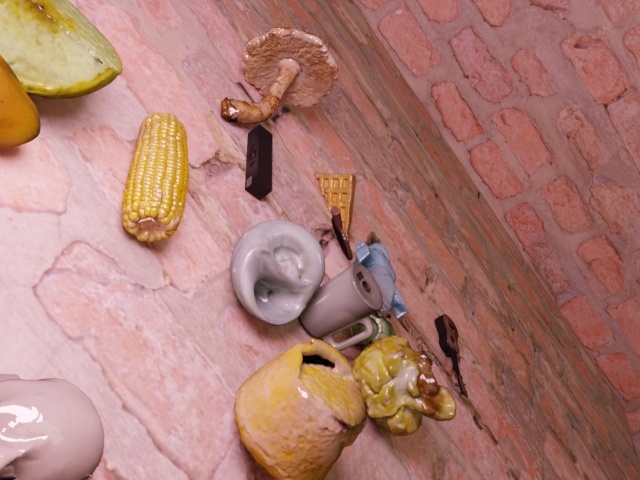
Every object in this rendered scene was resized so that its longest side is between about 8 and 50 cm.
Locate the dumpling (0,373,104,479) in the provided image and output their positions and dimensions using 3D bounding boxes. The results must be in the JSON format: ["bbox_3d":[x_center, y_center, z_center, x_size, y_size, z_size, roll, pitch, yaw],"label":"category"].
[{"bbox_3d":[-0.291,0.187,0.596,0.176,0.092,0.150,1,47,-54],"label":"dumpling"}]

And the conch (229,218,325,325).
[{"bbox_3d":[-0.081,0.057,1.044,0.221,0.121,0.185,-4,69,-53],"label":"conch"}]

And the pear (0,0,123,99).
[{"bbox_3d":[-0.426,-0.315,0.841,0.288,0.139,0.239,40,18,-27],"label":"pear"}]

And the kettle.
[{"bbox_3d":[0.042,0.129,1.152,0.127,0.148,0.098,42,29,-27],"label":"kettle"}]

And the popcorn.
[{"bbox_3d":[0.164,0.283,1.158,0.198,0.212,0.198,-3,94,-44],"label":"popcorn"}]

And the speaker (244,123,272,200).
[{"bbox_3d":[-0.133,-0.172,1.286,0.046,0.040,0.191,36,35,-34],"label":"speaker"}]

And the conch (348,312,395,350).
[{"bbox_3d":[0.125,0.204,1.302,0.170,0.079,0.106,14,64,-59],"label":"conch"}]

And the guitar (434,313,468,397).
[{"bbox_3d":[0.358,0.315,1.615,0.084,0.038,0.271,42,28,-28],"label":"guitar"}]

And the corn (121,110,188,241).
[{"bbox_3d":[-0.256,-0.105,0.945,0.093,0.093,0.244,37,34,-37],"label":"corn"}]

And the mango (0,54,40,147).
[{"bbox_3d":[-0.425,-0.179,0.725,0.089,0.111,0.163,28,-33,56],"label":"mango"}]

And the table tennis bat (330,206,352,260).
[{"bbox_3d":[0.000,0.000,1.366,0.170,0.119,0.107,74,-9,-55],"label":"table tennis bat"}]

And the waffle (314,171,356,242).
[{"bbox_3d":[0.028,-0.073,1.493,0.032,0.125,0.191,8,89,-60],"label":"waffle"}]

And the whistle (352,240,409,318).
[{"bbox_3d":[0.123,0.082,1.353,0.186,0.093,0.274,55,12,-20],"label":"whistle"}]

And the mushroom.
[{"bbox_3d":[-0.109,-0.352,1.413,0.233,0.302,0.208,40,-11,-29],"label":"mushroom"}]

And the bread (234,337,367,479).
[{"bbox_3d":[-0.026,0.257,0.872,0.197,0.170,0.197,40,20,-18],"label":"bread"}]
